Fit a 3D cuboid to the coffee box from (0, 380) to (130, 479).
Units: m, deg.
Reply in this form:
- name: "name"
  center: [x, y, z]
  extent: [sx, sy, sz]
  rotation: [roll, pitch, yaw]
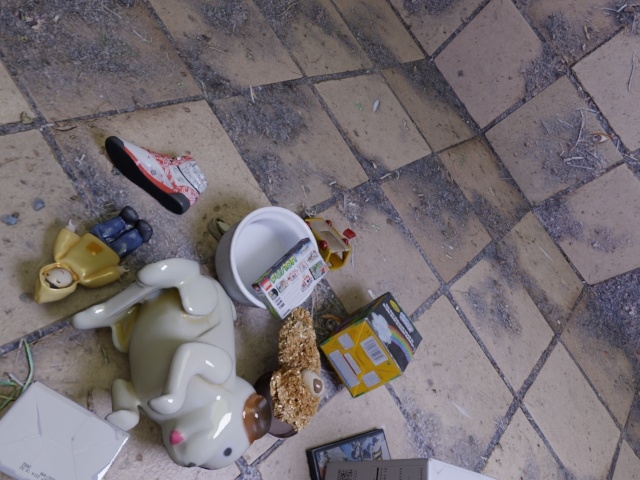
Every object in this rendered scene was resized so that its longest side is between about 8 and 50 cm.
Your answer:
- name: "coffee box"
  center: [-0.452, 0.346, 0.734]
  extent: [0.168, 0.297, 0.119]
  rotation: [38, 53, -13]

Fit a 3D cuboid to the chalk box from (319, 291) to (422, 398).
- name: "chalk box"
  center: [0.162, 0.283, 1.258]
  extent: [0.180, 0.179, 0.289]
  rotation: [56, 28, 5]

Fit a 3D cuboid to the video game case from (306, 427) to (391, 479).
- name: "video game case"
  center: [0.101, 0.662, 1.124]
  extent: [0.248, 0.035, 0.275]
  rotation: [2, 65, -34]

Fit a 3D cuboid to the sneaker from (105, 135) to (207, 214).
- name: "sneaker"
  center: [-0.440, -0.204, 1.187]
  extent: [0.270, 0.090, 0.145]
  rotation: [43, 48, -13]

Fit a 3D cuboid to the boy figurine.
- name: "boy figurine"
  center: [-0.534, 0.030, 0.991]
  extent: [0.177, 0.092, 0.285]
  rotation: [49, 45, -6]

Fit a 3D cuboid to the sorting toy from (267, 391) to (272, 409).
- name: "sorting toy"
  center: [-0.103, 0.434, 1.121]
  extent: [0.083, 0.012, 0.062]
  rotation: [27, 52, -20]

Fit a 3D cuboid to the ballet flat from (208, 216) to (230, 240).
- name: "ballet flat"
  center: [-0.252, 0.001, 1.228]
  extent: [0.168, 0.052, 0.057]
  rotation: [44, 48, -7]

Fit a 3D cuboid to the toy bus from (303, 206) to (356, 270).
- name: "toy bus"
  center: [0.002, 0.008, 1.368]
  extent: [0.190, 0.105, 0.202]
  rotation: [22, 31, 1]

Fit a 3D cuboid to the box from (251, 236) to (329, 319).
- name: "box"
  center: [-0.072, 0.095, 1.121]
  extent: [0.207, 0.036, 0.114]
  rotation: [-43, 108, -37]

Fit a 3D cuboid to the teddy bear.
- name: "teddy bear"
  center: [-0.040, 0.301, 1.074]
  extent: [0.112, 0.338, 0.245]
  rotation: [-3, 93, 5]

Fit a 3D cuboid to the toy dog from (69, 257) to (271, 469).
- name: "toy dog"
  center: [-0.285, 0.288, 0.937]
  extent: [0.408, 0.284, 0.395]
  rotation: [64, 10, 12]

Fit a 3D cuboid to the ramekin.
- name: "ramekin"
  center: [-0.150, 0.056, 1.178]
  extent: [0.277, 0.135, 0.278]
  rotation: [10, 74, -38]

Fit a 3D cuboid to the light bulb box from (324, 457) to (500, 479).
- name: "light bulb box"
  center: [0.171, 0.672, 0.902]
  extent: [0.225, 0.361, 0.358]
  rotation: [28, 53, -22]

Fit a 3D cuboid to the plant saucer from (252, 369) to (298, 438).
- name: "plant saucer"
  center: [-0.107, 0.417, 1.096]
  extent: [0.168, 0.029, 0.169]
  rotation: [21, 45, -23]
